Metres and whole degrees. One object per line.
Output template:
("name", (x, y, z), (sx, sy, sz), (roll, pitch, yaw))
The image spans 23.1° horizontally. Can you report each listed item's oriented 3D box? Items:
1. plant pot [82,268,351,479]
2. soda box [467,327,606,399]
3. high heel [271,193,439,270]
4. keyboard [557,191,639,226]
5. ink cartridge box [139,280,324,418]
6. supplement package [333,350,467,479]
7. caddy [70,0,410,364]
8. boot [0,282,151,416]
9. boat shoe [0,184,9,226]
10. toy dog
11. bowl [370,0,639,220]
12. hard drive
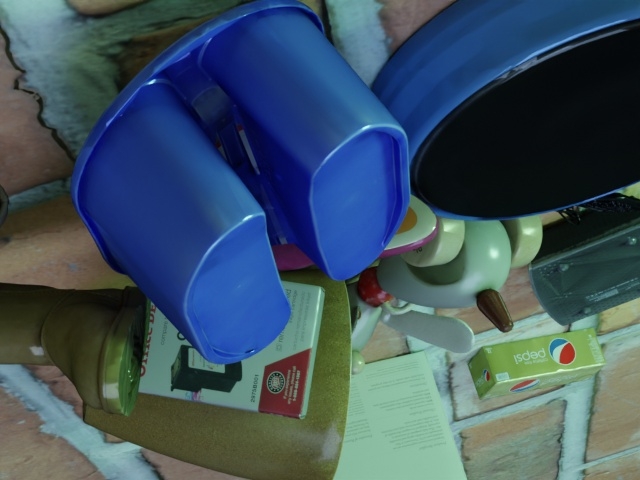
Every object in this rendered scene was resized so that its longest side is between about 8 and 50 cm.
("plant pot", (-0.115, 0.137, 1.626), (0.254, 0.237, 0.237), (5, 152, -12))
("soda box", (0.302, 0.172, 2.186), (0.181, 0.058, 0.061), (-7, 155, -22))
("high heel", (0.000, 0.000, 1.466), (0.244, 0.082, 0.117), (-3, 153, 17))
("keyboard", (0.293, -0.032, 1.670), (0.100, 0.038, 0.192), (7, 180, 24))
("ink cartridge box", (-0.092, 0.095, 1.498), (0.175, 0.127, 0.072), (8, 175, 4))
("supplement package", (0.070, 0.320, 2.088), (0.199, 0.263, 0.198), (-12, 157, -13))
("caddy", (-0.068, -0.052, 1.256), (0.241, 0.179, 0.341), (-37, 160, -10))
("boot", (-0.284, 0.084, 1.318), (0.269, 0.089, 0.236), (3, -174, -3))
("boat shoe", (-0.386, -0.014, 1.189), (0.324, 0.117, 0.096), (2, 146, -48))
("toy dog", (0.115, 0.071, 1.681), (0.220, 0.161, 0.334), (-10, 156, -17))
("bowl", (0.236, -0.133, 1.414), (0.391, 0.077, 0.391), (-15, 158, -6))
("hard drive", (0.335, 0.025, 1.878), (0.172, 0.054, 0.255), (-22, 157, 10))
